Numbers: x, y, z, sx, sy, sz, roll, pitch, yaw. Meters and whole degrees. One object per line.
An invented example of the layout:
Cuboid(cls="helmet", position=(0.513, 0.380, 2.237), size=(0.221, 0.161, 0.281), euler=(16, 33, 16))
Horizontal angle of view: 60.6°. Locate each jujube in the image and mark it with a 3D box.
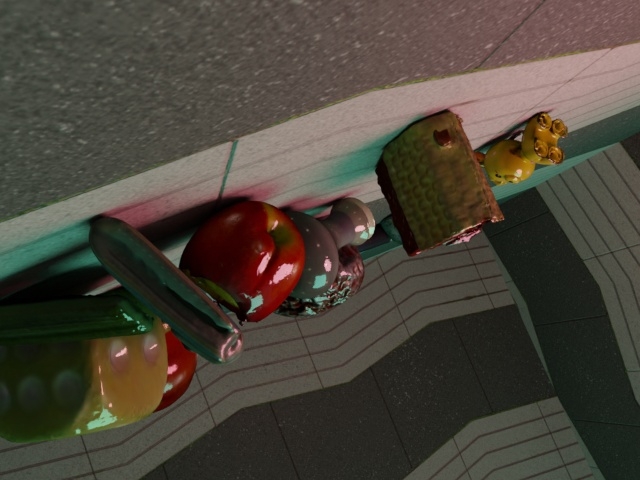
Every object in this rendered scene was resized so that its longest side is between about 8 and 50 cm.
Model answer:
Cuboid(cls="jujube", position=(-0.034, 0.080, 1.367), size=(0.226, 0.226, 0.317), euler=(-17, 168, -40))

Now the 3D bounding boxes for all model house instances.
Cuboid(cls="model house", position=(0.201, -0.089, 0.925), size=(0.160, 0.196, 0.254), euler=(-21, 172, 0))

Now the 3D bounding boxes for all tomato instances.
Cuboid(cls="tomato", position=(-0.518, 0.352, 1.589), size=(0.325, 0.290, 0.293), euler=(-12, 146, -45))

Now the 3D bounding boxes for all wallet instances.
Cuboid(cls="wallet", position=(-0.219, 0.095, 0.836), size=(0.083, 0.252, 0.360), euler=(-48, 179, -14))

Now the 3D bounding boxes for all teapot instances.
Cuboid(cls="teapot", position=(0.000, 0.000, 1.129), size=(0.251, 0.183, 0.183), euler=(-33, -179, -41))

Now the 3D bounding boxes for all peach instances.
Cuboid(cls="peach", position=(-0.135, 0.047, 0.886), size=(0.190, 0.196, 0.226), euler=(12, 136, -46))

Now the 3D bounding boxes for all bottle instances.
Cuboid(cls="bottle", position=(0.132, 0.005, 1.894), size=(0.244, 0.072, 0.082), euler=(-19, 135, -28))

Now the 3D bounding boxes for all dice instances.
Cuboid(cls="dice", position=(-0.424, 0.213, 0.957), size=(0.238, 0.227, 0.233), euler=(-11, 171, 13))

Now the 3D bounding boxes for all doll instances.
Cuboid(cls="doll", position=(0.443, -0.196, 1.249), size=(0.142, 0.135, 0.221), euler=(15, 165, -19))

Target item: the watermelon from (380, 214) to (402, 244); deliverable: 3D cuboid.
Cuboid(cls="watermelon", position=(0.364, -0.068, 1.840), size=(0.318, 0.148, 0.226), euler=(-25, 180, 32))

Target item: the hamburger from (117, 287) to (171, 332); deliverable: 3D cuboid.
Cuboid(cls="hamburger", position=(-0.404, 0.161, 1.213), size=(0.159, 0.131, 0.185), euler=(-29, -177, -25))

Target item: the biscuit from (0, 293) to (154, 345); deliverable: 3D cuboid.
Cuboid(cls="biscuit", position=(-0.406, 0.121, 0.793), size=(0.322, 0.038, 0.099), euler=(-6, 142, 11))
